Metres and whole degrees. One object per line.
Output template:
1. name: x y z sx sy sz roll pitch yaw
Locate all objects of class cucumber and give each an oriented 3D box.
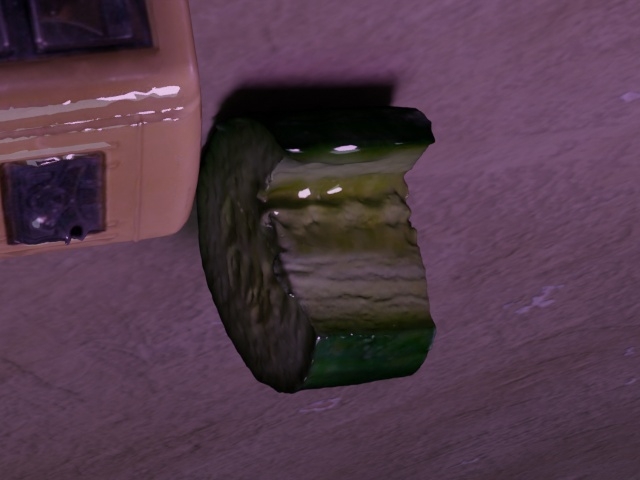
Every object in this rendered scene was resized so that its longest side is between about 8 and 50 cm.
1. cucumber: -0.002 0.005 1.019 0.130 0.191 0.191 -5 153 -17

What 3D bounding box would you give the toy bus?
1. toy bus: -0.241 -0.080 0.698 0.366 0.201 0.177 -8 155 -11
